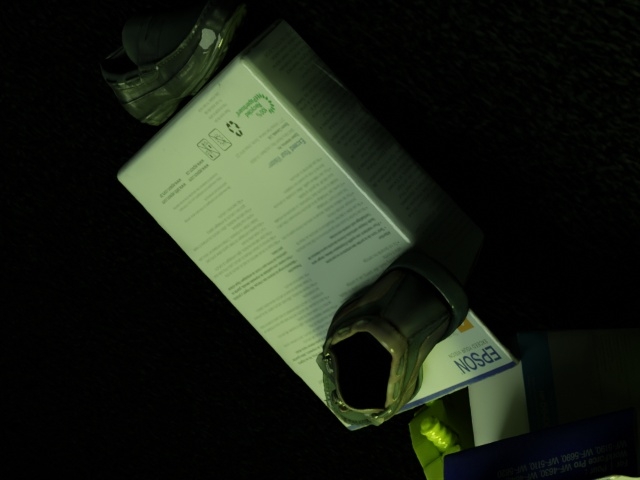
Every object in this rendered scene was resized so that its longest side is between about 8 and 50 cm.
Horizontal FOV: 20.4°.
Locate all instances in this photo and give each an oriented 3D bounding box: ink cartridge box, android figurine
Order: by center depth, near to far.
[{"bbox_3d":[0.215,0.189,1.410,0.165,0.065,0.333,-18,162,25],"label":"ink cartridge box"},{"bbox_3d":[0.206,0.123,1.466,0.143,0.090,0.092,0,167,-24],"label":"ink cartridge box"},{"bbox_3d":[0.000,0.000,1.532,0.330,0.071,0.324,47,152,-6],"label":"ink cartridge box"},{"bbox_3d":[0.174,0.229,1.612,0.056,0.248,0.273,-38,112,16],"label":"android figurine"}]

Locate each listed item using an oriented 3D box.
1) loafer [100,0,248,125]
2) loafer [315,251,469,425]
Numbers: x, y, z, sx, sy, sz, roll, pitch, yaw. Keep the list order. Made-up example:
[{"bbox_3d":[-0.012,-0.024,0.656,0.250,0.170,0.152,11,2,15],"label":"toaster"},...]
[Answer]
[{"bbox_3d":[-0.125,-0.155,1.450,0.078,0.076,0.223,36,156,-12],"label":"loafer"},{"bbox_3d":[0.038,0.096,1.448,0.096,0.084,0.267,41,151,7],"label":"loafer"}]
